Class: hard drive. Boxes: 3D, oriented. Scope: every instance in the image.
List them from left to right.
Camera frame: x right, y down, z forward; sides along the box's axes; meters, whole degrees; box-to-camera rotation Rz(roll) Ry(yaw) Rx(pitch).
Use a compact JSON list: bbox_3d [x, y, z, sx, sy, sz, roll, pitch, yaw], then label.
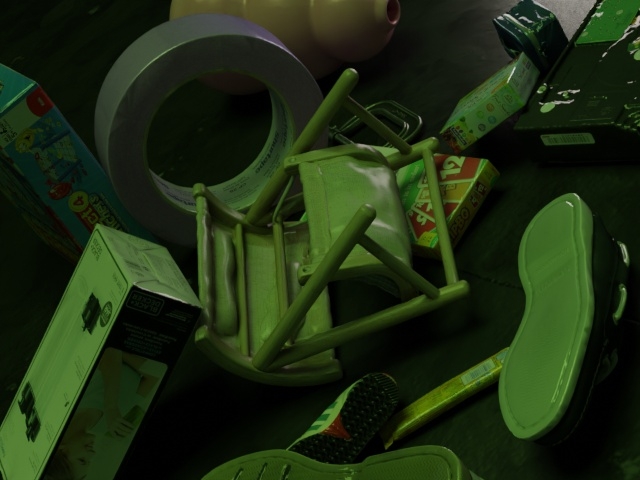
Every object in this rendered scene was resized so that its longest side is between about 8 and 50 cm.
[{"bbox_3d":[0.390,-0.219,1.754,0.237,0.064,0.339,0,45,43],"label":"hard drive"}]

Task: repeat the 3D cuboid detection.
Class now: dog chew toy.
[{"bbox_3d":[-0.044,-0.305,2.165,0.332,0.207,0.207,2,45,34],"label":"dog chew toy"}]

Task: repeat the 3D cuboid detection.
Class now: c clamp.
[{"bbox_3d":[0.054,-0.129,1.989,0.137,0.022,0.160,-36,29,-14],"label":"c clamp"}]

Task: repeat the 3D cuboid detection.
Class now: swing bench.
[{"bbox_3d":[0.000,0.000,1.685,0.254,0.165,0.253,-37,35,25],"label":"swing bench"}]

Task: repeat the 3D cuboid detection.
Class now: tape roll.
[{"bbox_3d":[-0.132,-0.132,1.915,0.275,0.275,0.090,-35,31,-2],"label":"tape roll"}]

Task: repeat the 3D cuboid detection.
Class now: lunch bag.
[{"bbox_3d":[0.255,-0.244,1.912,0.065,0.067,0.098,-35,32,-1],"label":"lunch bag"}]

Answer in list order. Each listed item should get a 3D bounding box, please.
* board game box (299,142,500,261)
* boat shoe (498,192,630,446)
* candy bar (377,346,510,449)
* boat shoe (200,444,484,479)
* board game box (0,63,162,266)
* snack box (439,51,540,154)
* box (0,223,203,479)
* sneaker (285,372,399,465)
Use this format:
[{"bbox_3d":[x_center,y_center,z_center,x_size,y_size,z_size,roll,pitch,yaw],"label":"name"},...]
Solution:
[{"bbox_3d":[0.080,-0.049,1.821,0.259,0.039,0.124,9,61,52],"label":"board game box"},{"bbox_3d":[0.237,0.079,1.449,0.114,0.091,0.302,-35,26,40],"label":"boat shoe"},{"bbox_3d":[0.125,0.151,1.524,0.161,0.018,0.040,-31,23,5],"label":"candy bar"},{"bbox_3d":[0.016,0.252,1.403,0.302,0.103,0.113,-7,52,36],"label":"boat shoe"},{"bbox_3d":[-0.368,-0.095,2.060,0.086,0.302,0.308,-42,31,-13],"label":"board game box"},{"bbox_3d":[0.197,-0.159,1.815,0.100,0.037,0.141,-38,8,25],"label":"snack box"},{"bbox_3d":[-0.243,0.149,1.678,0.290,0.087,0.169,-63,28,12],"label":"box"},{"bbox_3d":[0.019,0.192,1.547,0.161,0.057,0.075,-47,-7,7],"label":"sneaker"}]
